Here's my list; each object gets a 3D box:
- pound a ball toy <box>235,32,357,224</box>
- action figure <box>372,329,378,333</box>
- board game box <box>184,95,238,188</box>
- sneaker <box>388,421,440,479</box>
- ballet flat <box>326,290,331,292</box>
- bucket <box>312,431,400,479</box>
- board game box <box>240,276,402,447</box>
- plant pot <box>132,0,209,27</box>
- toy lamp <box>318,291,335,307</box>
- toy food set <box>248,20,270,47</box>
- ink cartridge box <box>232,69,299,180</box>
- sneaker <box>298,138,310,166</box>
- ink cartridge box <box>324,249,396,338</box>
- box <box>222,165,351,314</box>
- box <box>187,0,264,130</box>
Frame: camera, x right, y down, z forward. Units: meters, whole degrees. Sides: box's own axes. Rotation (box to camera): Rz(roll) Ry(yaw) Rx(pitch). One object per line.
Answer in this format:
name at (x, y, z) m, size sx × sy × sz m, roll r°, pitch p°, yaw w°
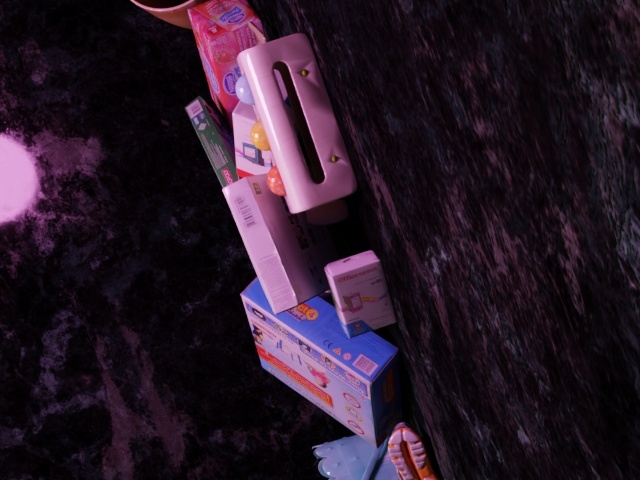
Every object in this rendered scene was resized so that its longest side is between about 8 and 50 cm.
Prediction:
pound a ball toy at (-0.048, -0.165, 1.781) m, size 0.208 × 0.136 × 0.319 m, roll -162°, pitch 53°, yaw -81°
action figure at (0.068, 0.148, 2.041) m, size 0.232 × 0.063 × 0.137 m, roll 74°, pitch 175°, yaw -56°
board game box at (-0.164, -0.138, 2.228) m, size 0.213 × 0.046 × 0.317 m, roll 45°, pitch -167°, yaw -50°
sneaker at (0.178, 0.425, 1.927) m, size 0.083 × 0.084 × 0.215 m, roll -83°, pitch -21°, yaw -75°
ballet flat at (0.006, 0.082, 2.284) m, size 0.072 × 0.068 × 0.213 m, roll 33°, pitch -172°, yaw -18°
bucket at (0.112, 0.531, 2.260) m, size 0.281 × 0.183 × 0.281 m, roll 161°, pitch 90°, yaw -82°
board game box at (0.008, 0.227, 2.036) m, size 0.308 × 0.086 × 0.302 m, roll 32°, pitch 156°, yaw 23°
plant pot at (-0.301, -0.578, 2.390) m, size 0.254 × 0.237 × 0.237 m, roll 44°, pitch -156°, yaw -74°
toy lamp at (-0.030, 0.079, 2.052) m, size 0.274 × 0.080 × 0.080 m, roll 62°, pitch 180°, yaw -38°
toy food set at (-0.097, -0.327, 2.069) m, size 0.132 × 0.038 × 0.192 m, roll -124°, pitch 24°, yaw -55°
ink cartridge box at (-0.098, -0.197, 1.966) m, size 0.231 × 0.078 × 0.134 m, roll 92°, pitch -158°, yaw -58°
sneaker at (-0.076, -0.167, 2.137) m, size 0.146 × 0.102 × 0.293 m, roll 81°, pitch 168°, yaw -53°
ink cartridge box at (0.067, 0.089, 1.774) m, size 0.052 × 0.088 × 0.122 m, roll -126°, pitch 18°, yaw -67°
box at (-0.045, -0.010, 1.895) m, size 0.232 × 0.058 × 0.322 m, roll 68°, pitch -157°, yaw 1°
box at (-0.179, -0.378, 2.244) m, size 0.128 × 0.123 × 0.257 m, roll 57°, pitch 166°, yaw 39°
